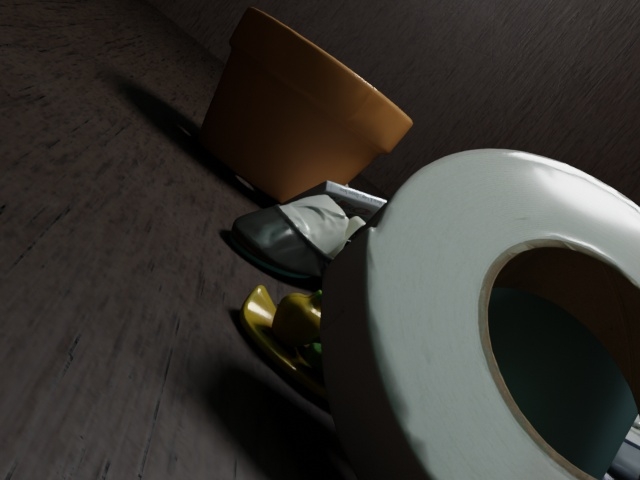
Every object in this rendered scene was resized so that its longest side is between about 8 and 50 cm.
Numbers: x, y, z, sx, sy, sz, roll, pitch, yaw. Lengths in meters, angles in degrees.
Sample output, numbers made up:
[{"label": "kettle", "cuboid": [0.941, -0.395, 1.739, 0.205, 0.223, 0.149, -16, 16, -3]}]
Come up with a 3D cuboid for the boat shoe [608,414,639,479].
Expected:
[{"label": "boat shoe", "cuboid": [0.373, 0.218, 1.199, 0.367, 0.156, 0.136, 29, -20, 35]}]

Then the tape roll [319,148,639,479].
[{"label": "tape roll", "cuboid": [0.184, 0.104, 0.758, 0.392, 0.072, 0.392, 17, 51, -22]}]

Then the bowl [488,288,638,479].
[{"label": "bowl", "cuboid": [0.191, 0.106, 0.980, 0.311, 0.163, 0.311, 50, -4, 4]}]

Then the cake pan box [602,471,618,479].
[{"label": "cake pan box", "cuboid": [0.369, 0.358, 1.014, 0.246, 0.070, 0.267, 42, 7, 3]}]

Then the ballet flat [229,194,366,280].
[{"label": "ballet flat", "cuboid": [0.000, 0.000, 1.174, 0.095, 0.096, 0.280, 46, 10, 30]}]

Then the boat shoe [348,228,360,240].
[{"label": "boat shoe", "cuboid": [0.031, 0.007, 1.361, 0.068, 0.072, 0.190, 41, 8, 8]}]

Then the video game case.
[{"label": "video game case", "cuboid": [0.033, -0.036, 1.367, 0.143, 0.019, 0.157, 17, -19, -24]}]

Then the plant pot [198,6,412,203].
[{"label": "plant pot", "cuboid": [-0.042, -0.171, 1.469, 0.291, 0.203, 0.291, 35, 3, -2]}]

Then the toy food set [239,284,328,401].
[{"label": "toy food set", "cuboid": [0.031, 0.096, 0.880, 0.218, 0.071, 0.128, 35, 9, -31]}]

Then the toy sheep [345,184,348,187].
[{"label": "toy sheep", "cuboid": [0.008, -0.069, 1.638, 0.132, 0.091, 0.091, 50, 12, 25]}]
